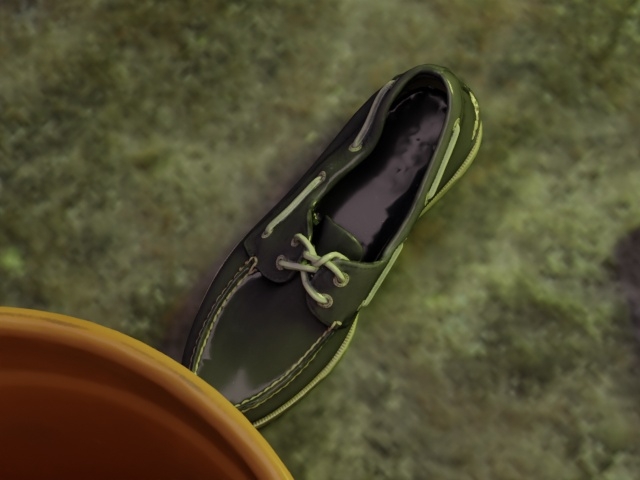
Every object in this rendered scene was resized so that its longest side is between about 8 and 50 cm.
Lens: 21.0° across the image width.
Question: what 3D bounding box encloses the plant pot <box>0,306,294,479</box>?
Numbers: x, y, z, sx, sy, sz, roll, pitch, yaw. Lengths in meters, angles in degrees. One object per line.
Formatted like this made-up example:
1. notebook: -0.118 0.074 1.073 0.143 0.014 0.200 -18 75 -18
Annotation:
1. plant pot: -0.122 0.191 0.701 0.291 0.203 0.290 -2 73 6

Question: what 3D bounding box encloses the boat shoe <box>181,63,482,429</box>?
1. boat shoe: 0.000 0.000 0.806 0.075 0.065 0.206 37 84 13
